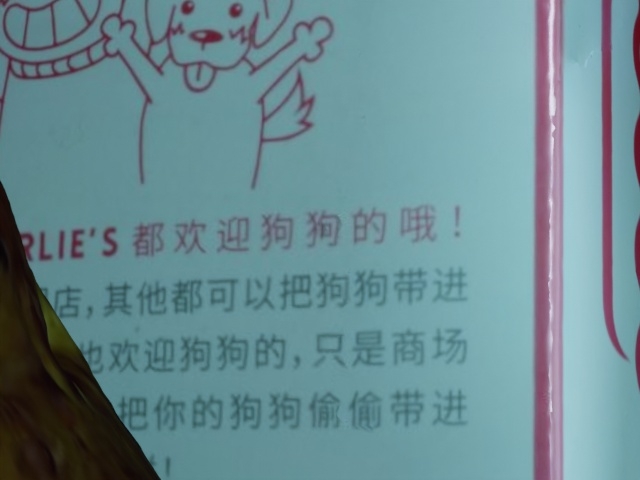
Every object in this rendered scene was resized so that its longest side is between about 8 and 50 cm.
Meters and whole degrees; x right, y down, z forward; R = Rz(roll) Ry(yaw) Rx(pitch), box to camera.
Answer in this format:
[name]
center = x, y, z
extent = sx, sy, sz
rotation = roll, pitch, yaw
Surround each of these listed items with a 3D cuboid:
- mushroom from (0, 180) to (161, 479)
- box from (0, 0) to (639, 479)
[mushroom]
center = -0.168, 0.081, 0.435
extent = 0.345, 0.259, 0.345
rotation = 56, -12, 18
[box]
center = 0.000, 0.000, 0.772
extent = 0.300, 0.314, 0.312
rotation = 23, 66, -64
